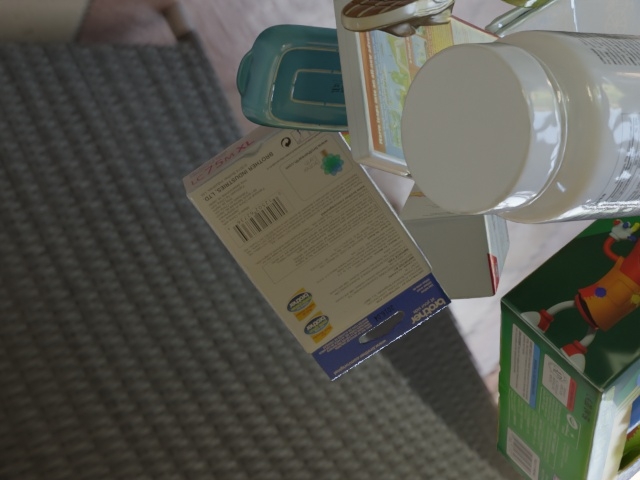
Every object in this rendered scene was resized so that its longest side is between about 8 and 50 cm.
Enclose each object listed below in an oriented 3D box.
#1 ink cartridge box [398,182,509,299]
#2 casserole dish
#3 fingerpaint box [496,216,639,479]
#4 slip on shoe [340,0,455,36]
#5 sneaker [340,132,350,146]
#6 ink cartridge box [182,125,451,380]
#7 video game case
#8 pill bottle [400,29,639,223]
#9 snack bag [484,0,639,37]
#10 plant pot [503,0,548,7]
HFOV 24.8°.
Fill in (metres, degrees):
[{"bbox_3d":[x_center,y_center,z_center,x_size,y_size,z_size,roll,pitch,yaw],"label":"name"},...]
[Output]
[{"bbox_3d":[0.192,-0.009,2.077,0.127,0.128,0.176,-5,-158,17],"label":"ink cartridge box"},{"bbox_3d":[0.000,-0.166,1.543,0.188,0.037,0.114,1,112,-35],"label":"casserole dish"},{"bbox_3d":[0.399,0.110,1.751,0.371,0.163,0.444,-38,153,-16],"label":"fingerpaint box"},{"bbox_3d":[0.069,-0.193,1.249,0.135,0.051,0.041,-30,129,-45],"label":"slip on shoe"},{"bbox_3d":[0.026,-0.194,2.009,0.082,0.208,0.094,3,-171,20],"label":"sneaker"},{"bbox_3d":[0.000,0.000,1.722,0.186,0.065,0.311,-35,112,3],"label":"ink cartridge box"},{"bbox_3d":[0.121,-0.150,1.506,0.025,0.204,0.285,-20,158,37],"label":"video game case"},{"bbox_3d":[0.211,-0.095,1.225,0.283,0.160,0.160,-4,145,-44],"label":"pill bottle"},{"bbox_3d":[0.406,-0.257,2.262,0.343,0.037,0.323,-33,125,-26],"label":"snack bag"},{"bbox_3d":[0.302,-0.448,1.886,0.276,0.276,0.254,-7,153,-39],"label":"plant pot"}]
